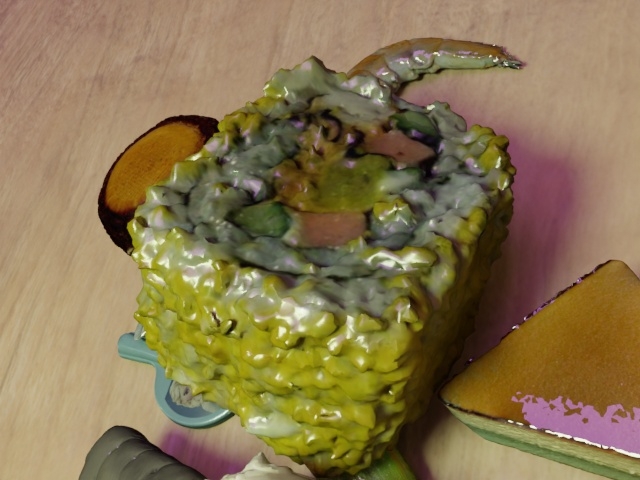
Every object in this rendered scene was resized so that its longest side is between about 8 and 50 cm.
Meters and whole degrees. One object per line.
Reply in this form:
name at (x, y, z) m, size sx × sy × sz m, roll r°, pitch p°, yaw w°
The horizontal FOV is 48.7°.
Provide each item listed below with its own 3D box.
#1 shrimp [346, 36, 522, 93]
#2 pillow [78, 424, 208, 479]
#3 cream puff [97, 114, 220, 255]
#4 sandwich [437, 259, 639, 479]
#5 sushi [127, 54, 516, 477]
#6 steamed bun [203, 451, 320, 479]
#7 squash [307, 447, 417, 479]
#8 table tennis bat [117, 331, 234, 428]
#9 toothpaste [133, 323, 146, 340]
shrimp at (0.124, -0.223, 1.034) m, size 0.287 × 0.068 × 0.185 m, roll -28°, pitch 51°, yaw -2°
pillow at (-0.220, 0.373, 0.721) m, size 0.228 × 0.101 × 0.326 m, roll 4°, pitch 68°, yaw 53°
cream puff at (-0.200, -0.067, 1.030) m, size 0.239 × 0.165 × 0.239 m, roll -20°, pitch 45°, yaw 21°
sandwich at (0.249, 0.153, 0.644) m, size 0.220 × 0.108 × 0.186 m, roll -36°, pitch 46°, yaw 1°
sushi at (0.000, 0.000, 0.745) m, size 0.351 × 0.240 × 0.396 m, roll 23°, pitch 49°, yaw 23°
steamed bun at (-0.016, 0.340, 0.513) m, size 0.311 × 0.233 × 0.334 m, roll 21°, pitch 58°, yaw 1°
squash at (0.037, 0.228, 0.730) m, size 0.095 × 0.095 × 0.188 m, roll -45°, pitch 49°, yaw -5°
table tennis bat at (-0.184, 0.165, 0.949) m, size 0.237 × 0.038 × 0.149 m, roll 12°, pitch 65°, yaw 33°
toothpaste at (-0.096, 0.015, 0.982) m, size 0.392 × 0.061 × 0.099 m, roll -35°, pitch 16°, yaw 5°
